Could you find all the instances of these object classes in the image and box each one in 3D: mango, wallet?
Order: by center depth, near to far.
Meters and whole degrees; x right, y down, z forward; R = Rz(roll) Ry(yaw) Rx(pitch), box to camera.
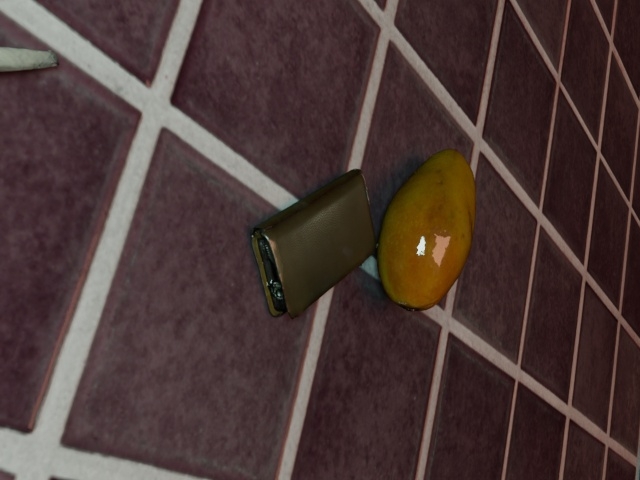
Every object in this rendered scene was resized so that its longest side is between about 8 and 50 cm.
[{"bbox_3d":[0.000,0.000,0.865,0.198,0.031,0.110,-36,118,-49],"label":"wallet"},{"bbox_3d":[0.143,-0.026,0.994,0.253,0.113,0.138,-66,148,-34],"label":"mango"}]

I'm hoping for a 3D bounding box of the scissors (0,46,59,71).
[{"bbox_3d":[-0.253,-0.120,0.503,0.212,0.021,0.110,-23,101,-63],"label":"scissors"}]
